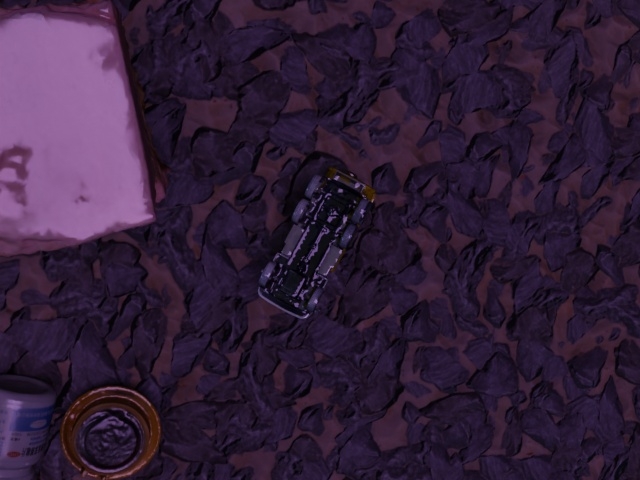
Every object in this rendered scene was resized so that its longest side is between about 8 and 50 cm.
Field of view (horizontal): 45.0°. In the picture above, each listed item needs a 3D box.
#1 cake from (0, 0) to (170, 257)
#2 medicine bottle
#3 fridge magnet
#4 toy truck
[{"bbox_3d":[-0.349,-0.130,0.922,0.314,0.307,0.293,-15,103,-13],"label":"cake"},{"bbox_3d":[-0.430,0.276,1.059,0.105,0.105,0.168,14,94,-17],"label":"medicine bottle"},{"bbox_3d":[-0.302,0.279,1.116,0.143,0.063,0.143,-2,99,-12],"label":"fridge magnet"},{"bbox_3d":[0.000,0.000,1.137,0.098,0.114,0.227,28,89,5],"label":"toy truck"}]
